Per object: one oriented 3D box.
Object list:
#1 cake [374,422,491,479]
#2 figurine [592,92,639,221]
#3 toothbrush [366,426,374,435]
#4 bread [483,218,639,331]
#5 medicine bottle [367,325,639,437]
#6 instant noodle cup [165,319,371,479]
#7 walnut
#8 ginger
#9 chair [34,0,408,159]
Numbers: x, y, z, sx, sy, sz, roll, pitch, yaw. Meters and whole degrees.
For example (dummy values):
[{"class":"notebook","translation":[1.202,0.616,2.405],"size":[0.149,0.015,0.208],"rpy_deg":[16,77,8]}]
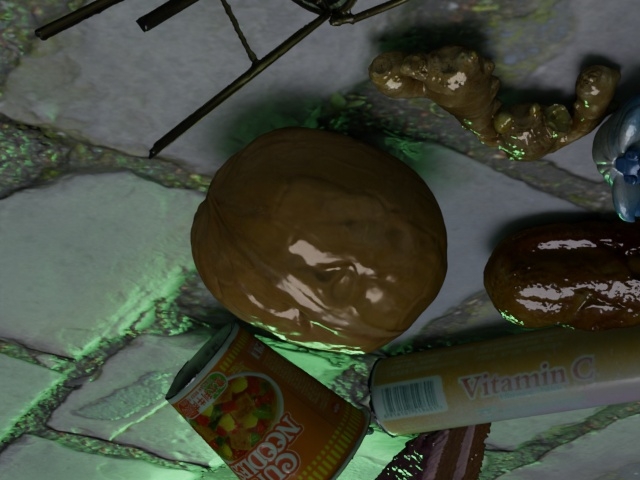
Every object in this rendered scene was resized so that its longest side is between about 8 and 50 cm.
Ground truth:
[{"class":"cake","translation":[0.144,0.277,1.821],"size":[0.116,0.113,0.295],"rpy_deg":[-31,160,-25]},{"class":"figurine","translation":[0.266,-0.076,1.212],"size":[0.079,0.114,0.114],"rpy_deg":[11,160,36]},{"class":"toothbrush","translation":[-0.030,0.251,1.921],"size":[0.204,0.017,0.022],"rpy_deg":[-6,160,17]},{"class":"bread","translation":[0.327,0.037,1.414],"size":[0.344,0.084,0.124],"rpy_deg":[0,152,6]},{"class":"medicine bottle","translation":[0.255,0.134,1.588],"size":[0.426,0.108,0.108],"rpy_deg":[-12,148,30]},{"class":"instant noodle cup","translation":[-0.064,0.188,1.639],"size":[0.185,0.168,0.168],"rpy_deg":[42,141,-10]},{"class":"walnut","translation":[0.000,0.000,1.292],"size":[0.226,0.193,0.193],"rpy_deg":[19,148,-20]},{"class":"ginger","translation":[0.145,-0.107,1.202],"size":[0.193,0.052,0.176],"rpy_deg":[-4,150,11]},{"class":"chair","translation":[-0.015,-0.202,0.972],"size":[0.326,0.170,0.159],"rpy_deg":[-35,156,-22]}]
